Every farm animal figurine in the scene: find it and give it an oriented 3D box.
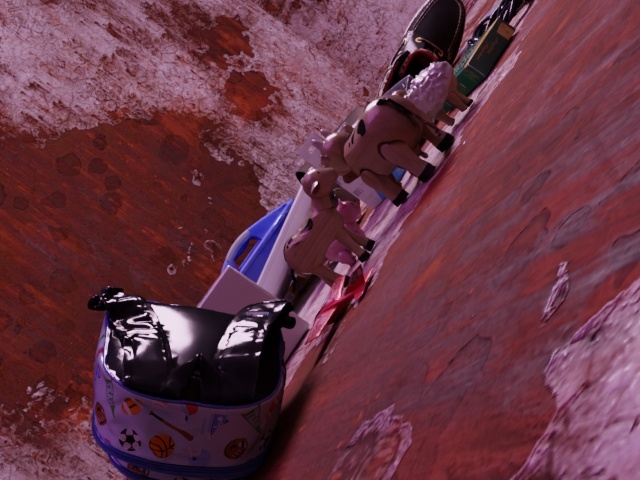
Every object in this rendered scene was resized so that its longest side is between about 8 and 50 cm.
[{"bbox_3d":[0.062,-0.113,1.467,0.327,0.172,0.330,-50,6,45],"label":"farm animal figurine"}]

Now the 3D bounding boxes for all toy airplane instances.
[{"bbox_3d":[0.027,0.083,1.290,0.151,0.028,0.151,-54,6,8],"label":"toy airplane"}]

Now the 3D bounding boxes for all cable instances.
[{"bbox_3d":[0.323,-0.391,1.700,0.150,0.047,0.184,-62,10,-26],"label":"cable"}]

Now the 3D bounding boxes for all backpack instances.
[{"bbox_3d":[-0.167,0.187,1.159,0.263,0.277,0.213,-110,25,-77],"label":"backpack"}]

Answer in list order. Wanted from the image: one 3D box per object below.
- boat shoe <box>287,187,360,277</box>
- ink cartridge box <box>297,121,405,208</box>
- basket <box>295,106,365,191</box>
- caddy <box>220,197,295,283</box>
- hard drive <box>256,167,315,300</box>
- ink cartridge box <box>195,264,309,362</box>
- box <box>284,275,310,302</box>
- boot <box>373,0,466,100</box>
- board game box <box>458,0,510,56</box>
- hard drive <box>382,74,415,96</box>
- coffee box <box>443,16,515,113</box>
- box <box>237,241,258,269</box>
[{"bbox_3d":[0.007,0.004,1.823,0.257,0.095,0.095,-51,-14,-47],"label":"boat shoe"},{"bbox_3d":[0.057,-0.147,1.728,0.060,0.180,0.104,-57,5,-26],"label":"ink cartridge box"},{"bbox_3d":[0.068,-0.206,2.329,0.227,0.154,0.204,-52,6,-10],"label":"basket"},{"bbox_3d":[-0.136,0.058,2.266,0.341,0.179,0.241,-55,3,-2],"label":"caddy"},{"bbox_3d":[-0.075,0.047,1.920,0.233,0.047,0.353,97,-165,-74],"label":"hard drive"},{"bbox_3d":[-0.158,0.188,1.555,0.232,0.168,0.171,-55,3,-13],"label":"ink cartridge box"},{"bbox_3d":[-0.041,0.079,2.078,0.081,0.028,0.136,-52,2,28],"label":"box"},{"bbox_3d":[0.223,-0.392,2.093,0.377,0.138,0.284,-58,3,6],"label":"boot"},{"bbox_3d":[0.343,-0.438,1.896,0.103,0.026,0.154,-56,4,-23],"label":"board game box"},{"bbox_3d":[0.131,-0.206,1.861,0.255,0.054,0.172,145,137,-66],"label":"hard drive"},{"bbox_3d":[0.261,-0.299,1.620,0.113,0.040,0.184,-56,4,-16],"label":"coffee box"},{"bbox_3d":[-0.192,0.143,2.549,0.232,0.127,0.148,-56,4,-21],"label":"box"}]
